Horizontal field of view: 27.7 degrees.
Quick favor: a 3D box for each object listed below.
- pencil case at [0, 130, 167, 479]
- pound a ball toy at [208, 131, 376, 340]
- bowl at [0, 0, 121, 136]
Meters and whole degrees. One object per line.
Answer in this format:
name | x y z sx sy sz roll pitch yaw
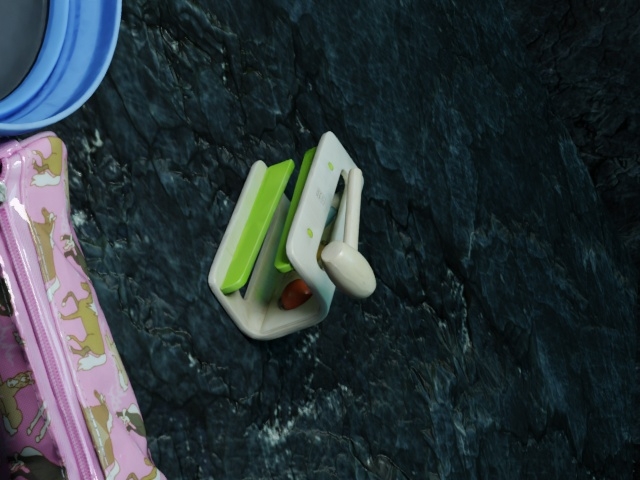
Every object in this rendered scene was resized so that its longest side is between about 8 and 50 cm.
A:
pencil case | -0.240 0.106 1.121 0.167 0.160 0.386 -13 85 -65
pound a ball toy | 0.000 0.000 1.615 0.136 0.208 0.319 56 28 -27
bowl | -0.321 -0.270 1.065 0.391 0.077 0.391 31 52 -50
